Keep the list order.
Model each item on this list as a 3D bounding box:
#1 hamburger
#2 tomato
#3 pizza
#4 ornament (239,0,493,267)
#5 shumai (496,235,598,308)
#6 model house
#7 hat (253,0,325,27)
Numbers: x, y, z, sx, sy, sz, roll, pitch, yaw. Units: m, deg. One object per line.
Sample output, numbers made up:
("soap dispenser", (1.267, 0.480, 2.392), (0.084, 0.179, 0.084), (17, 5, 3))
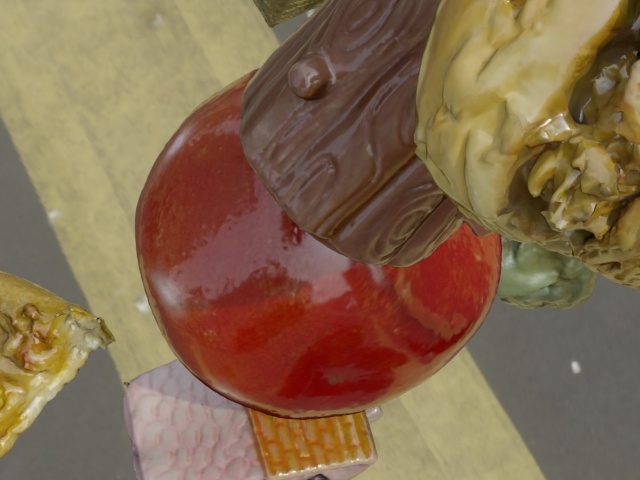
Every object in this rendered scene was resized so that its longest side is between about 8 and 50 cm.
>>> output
("hamburger", (0.160, -0.123, 0.569), (0.158, 0.318, 0.318), (27, 73, 19))
("tomato", (0.000, 0.000, 1.288), (0.293, 0.325, 0.289), (-25, 50, 20))
("pizza", (-0.170, 0.068, 0.545), (0.178, 0.041, 0.130), (3, 63, 28))
("ornament", (0.077, -0.106, 0.973), (0.221, 0.235, 0.217), (45, 122, -2))
("shumai", (0.175, -0.093, 1.708), (0.348, 0.395, 0.395), (-1, 63, 12))
("model house", (-0.047, 0.225, 1.531), (0.237, 0.237, 0.202), (-26, 54, 9))
("hat", (-0.043, -0.251, 1.466), (0.146, 0.146, 0.067), (26, 112, 24))
